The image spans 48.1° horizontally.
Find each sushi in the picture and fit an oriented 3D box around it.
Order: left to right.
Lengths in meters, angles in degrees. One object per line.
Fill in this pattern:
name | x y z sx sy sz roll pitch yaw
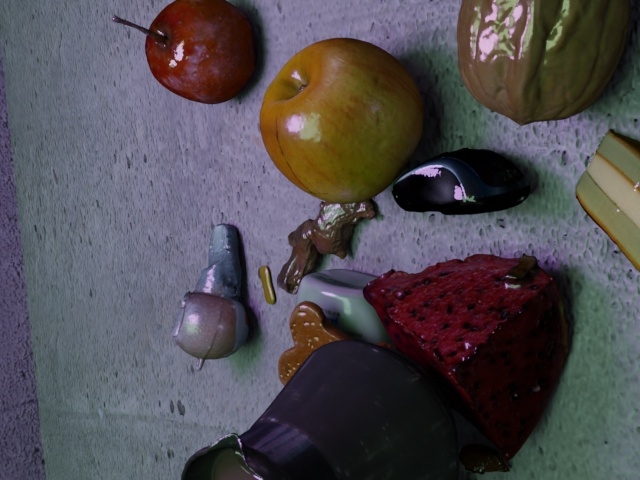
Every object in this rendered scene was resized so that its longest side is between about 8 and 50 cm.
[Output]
sushi | 0.267 0.372 1.209 0.099 0.050 0.047 6 107 58

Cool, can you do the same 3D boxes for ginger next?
ginger | 0.001 -0.002 1.432 0.122 0.084 0.290 46 127 5

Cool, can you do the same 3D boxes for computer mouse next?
computer mouse | 0.214 -0.095 1.125 0.233 0.137 0.096 6 105 49

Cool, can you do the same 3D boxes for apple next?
apple | 0.030 -0.200 1.205 0.286 0.233 0.286 -36 33 29

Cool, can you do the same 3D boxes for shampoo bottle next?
shampoo bottle | 0.041 0.240 1.360 0.221 0.151 0.350 12 105 38

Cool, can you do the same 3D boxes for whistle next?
whistle | -0.235 0.134 1.674 0.189 0.189 0.348 -2 72 48

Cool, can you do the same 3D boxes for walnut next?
walnut | 0.294 -0.284 0.961 0.225 0.225 0.261 24 112 43

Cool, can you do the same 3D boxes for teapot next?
teapot | 0.004 0.363 1.040 0.305 0.361 0.376 8 111 42

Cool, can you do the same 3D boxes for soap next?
soap | -0.121 0.100 1.618 0.034 0.012 0.089 -20 81 47

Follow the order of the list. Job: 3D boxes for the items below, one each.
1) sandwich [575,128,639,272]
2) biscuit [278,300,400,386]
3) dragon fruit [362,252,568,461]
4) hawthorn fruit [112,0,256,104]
sandwich | 0.395 -0.058 0.928 0.187 0.144 0.117 41 122 35
biscuit | 0.071 0.250 1.228 0.324 0.049 0.205 29 119 23
dragon fruit | 0.198 0.129 1.109 0.330 0.240 0.302 29 98 34
hawthorn fruit | -0.261 -0.398 1.545 0.235 0.263 0.231 30 144 12
